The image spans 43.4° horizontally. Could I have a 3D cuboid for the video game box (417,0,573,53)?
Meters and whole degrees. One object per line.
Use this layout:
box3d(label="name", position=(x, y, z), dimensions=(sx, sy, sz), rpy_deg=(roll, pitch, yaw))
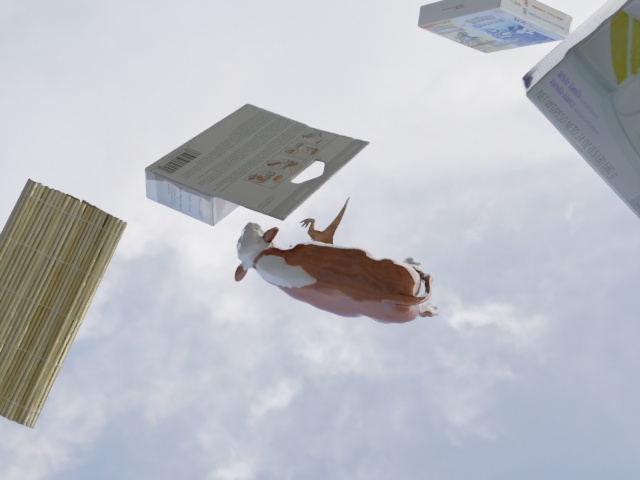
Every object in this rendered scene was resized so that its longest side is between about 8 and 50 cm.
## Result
box3d(label="video game box", position=(0.311, -0.391, 1.443), dimensions=(0.205, 0.187, 0.048), rpy_deg=(6, -95, 55))

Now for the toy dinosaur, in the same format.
box3d(label="toy dinosaur", position=(0.000, 0.000, 1.371), dimensions=(0.183, 0.053, 0.092), rpy_deg=(-56, -146, 6))

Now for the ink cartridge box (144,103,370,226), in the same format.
box3d(label="ink cartridge box", position=(-0.098, -0.117, 1.342), dimensions=(0.261, 0.066, 0.296), rpy_deg=(22, -141, 21))

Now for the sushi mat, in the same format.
box3d(label="sushi mat", position=(-0.396, 0.080, 1.103), dimensions=(0.151, 0.019, 0.317), rpy_deg=(23, -108, -8))

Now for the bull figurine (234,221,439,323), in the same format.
box3d(label="bull figurine", position=(0.026, 0.049, 1.157), dimensions=(0.310, 0.188, 0.101), rpy_deg=(19, -80, 30))

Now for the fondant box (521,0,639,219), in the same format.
box3d(label="fondant box", position=(0.430, -0.200, 0.901), dimensions=(0.330, 0.238, 0.096), rpy_deg=(-42, -172, 21))
